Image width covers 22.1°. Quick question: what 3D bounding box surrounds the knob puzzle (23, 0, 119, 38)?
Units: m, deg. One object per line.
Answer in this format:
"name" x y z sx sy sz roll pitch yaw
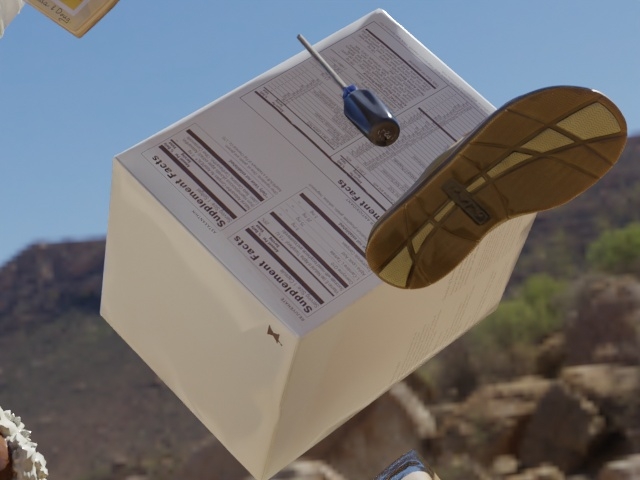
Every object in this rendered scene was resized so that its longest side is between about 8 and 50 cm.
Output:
"knob puzzle" -0.124 -0.221 0.855 0.213 0.213 0.030 -6 -25 8

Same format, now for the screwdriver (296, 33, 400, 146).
"screwdriver" 0.015 -0.098 1.020 0.025 0.024 0.170 13 21 -21

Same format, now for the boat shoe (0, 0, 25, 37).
"boat shoe" -0.292 -0.215 1.369 0.066 0.063 0.184 21 -11 0

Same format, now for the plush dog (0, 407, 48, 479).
"plush dog" -0.253 0.242 0.946 0.262 0.225 0.211 -44 18 -31

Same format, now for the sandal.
"sandal" 0.102 -0.038 1.005 0.180 0.072 0.049 -37 16 19

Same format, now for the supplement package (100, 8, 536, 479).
"supplement package" 0.000 0.000 1.236 0.263 0.198 0.199 -33 -25 -30

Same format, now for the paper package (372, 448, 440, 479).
"paper package" 0.097 0.312 1.006 0.168 0.325 0.309 -39 -3 -1
